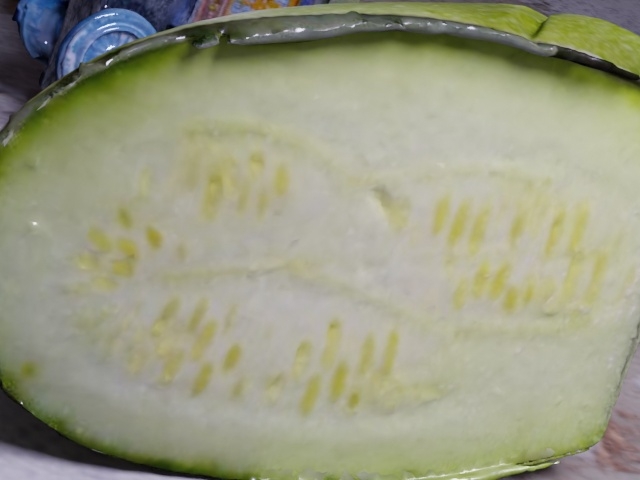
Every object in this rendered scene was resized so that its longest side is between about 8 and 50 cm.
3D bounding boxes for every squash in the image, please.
[{"bbox_3d":[0.000,0.000,0.715,0.210,0.234,0.309,30,23,31],"label":"squash"}]

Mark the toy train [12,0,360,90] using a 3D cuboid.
[{"bbox_3d":[-0.070,-0.190,1.035,0.202,0.300,0.131,14,17,-31],"label":"toy train"}]
